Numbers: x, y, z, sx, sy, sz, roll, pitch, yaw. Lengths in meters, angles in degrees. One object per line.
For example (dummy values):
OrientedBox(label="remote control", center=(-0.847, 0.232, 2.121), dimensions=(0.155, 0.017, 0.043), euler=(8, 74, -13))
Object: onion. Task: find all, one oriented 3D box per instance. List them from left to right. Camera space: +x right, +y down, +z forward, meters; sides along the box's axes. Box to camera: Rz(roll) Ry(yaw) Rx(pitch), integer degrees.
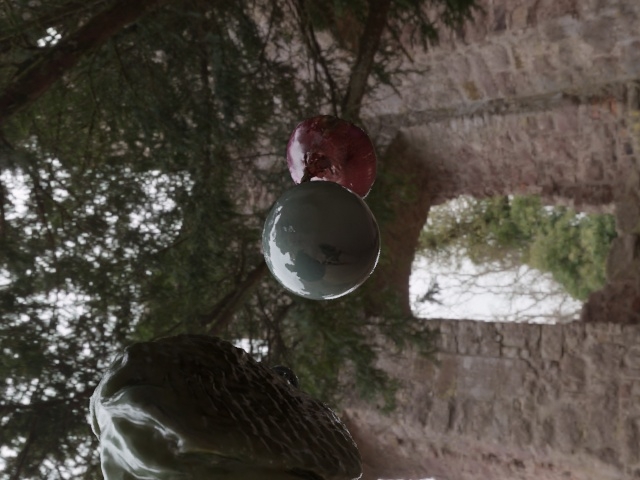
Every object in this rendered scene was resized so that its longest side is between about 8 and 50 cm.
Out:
OrientedBox(label="onion", center=(0.001, -0.105, 0.914), dimensions=(0.140, 0.150, 0.150), euler=(-44, -55, -44))

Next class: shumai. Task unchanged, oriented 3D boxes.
OrientedBox(label="shumai", center=(-0.070, 0.160, 0.409), dimensions=(0.184, 0.184, 0.142), euler=(23, -79, -55))

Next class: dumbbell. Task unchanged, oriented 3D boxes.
OrientedBox(label="dumbbell", center=(-0.094, 0.269, 1.139), dimensions=(0.254, 0.081, 0.082), euler=(41, -127, -69))

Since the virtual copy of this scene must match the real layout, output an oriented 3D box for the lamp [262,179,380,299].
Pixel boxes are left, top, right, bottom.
OrientedBox(label="lamp", center=(0.000, 0.000, 0.535), dimensions=(0.105, 0.105, 0.105), euler=(5, -96, -57))
